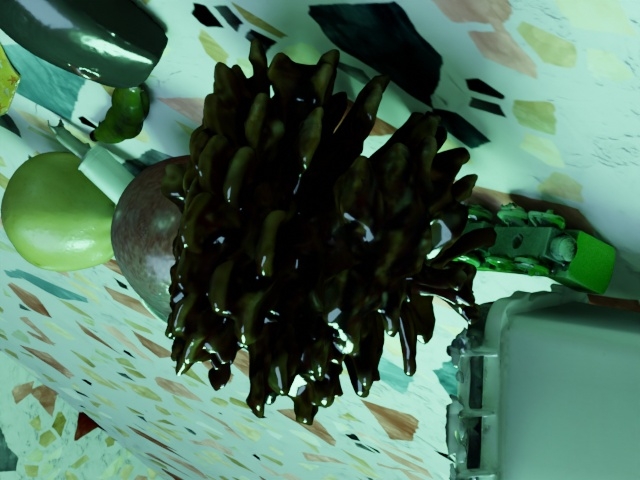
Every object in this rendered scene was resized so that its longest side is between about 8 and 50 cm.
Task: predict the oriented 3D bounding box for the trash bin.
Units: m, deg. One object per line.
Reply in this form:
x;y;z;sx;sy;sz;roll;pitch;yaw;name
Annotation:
0.344;0.189;1.616;0.367;0.256;0.296;5;-176;34;trash bin

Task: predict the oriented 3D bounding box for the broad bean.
-0.263;-0.166;1.967;0.060;0.043;0.297;42;160;-5;broad bean

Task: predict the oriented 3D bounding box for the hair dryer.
-0.277;-0.046;2.150;0.357;0.173;0.107;43;158;1;hair dryer

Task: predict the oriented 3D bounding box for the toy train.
0.218;0.011;1.694;0.119;0.085;0.251;23;170;-32;toy train

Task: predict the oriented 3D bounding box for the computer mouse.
-0.312;-0.267;1.703;0.269;0.100;0.170;40;160;-27;computer mouse

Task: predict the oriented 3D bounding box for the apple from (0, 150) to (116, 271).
-0.388;-0.042;2.243;0.200;0.200;0.200;26;160;10;apple

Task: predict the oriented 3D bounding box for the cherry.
-0.141;0.000;1.957;0.307;0.221;0.261;5;160;23;cherry

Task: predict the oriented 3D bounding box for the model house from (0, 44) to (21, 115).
-0.551;-0.252;2.060;0.136;0.207;0.219;57;176;26;model house

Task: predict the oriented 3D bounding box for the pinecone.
0.000;0.000;1.543;0.397;0.398;0.398;26;160;10;pinecone
